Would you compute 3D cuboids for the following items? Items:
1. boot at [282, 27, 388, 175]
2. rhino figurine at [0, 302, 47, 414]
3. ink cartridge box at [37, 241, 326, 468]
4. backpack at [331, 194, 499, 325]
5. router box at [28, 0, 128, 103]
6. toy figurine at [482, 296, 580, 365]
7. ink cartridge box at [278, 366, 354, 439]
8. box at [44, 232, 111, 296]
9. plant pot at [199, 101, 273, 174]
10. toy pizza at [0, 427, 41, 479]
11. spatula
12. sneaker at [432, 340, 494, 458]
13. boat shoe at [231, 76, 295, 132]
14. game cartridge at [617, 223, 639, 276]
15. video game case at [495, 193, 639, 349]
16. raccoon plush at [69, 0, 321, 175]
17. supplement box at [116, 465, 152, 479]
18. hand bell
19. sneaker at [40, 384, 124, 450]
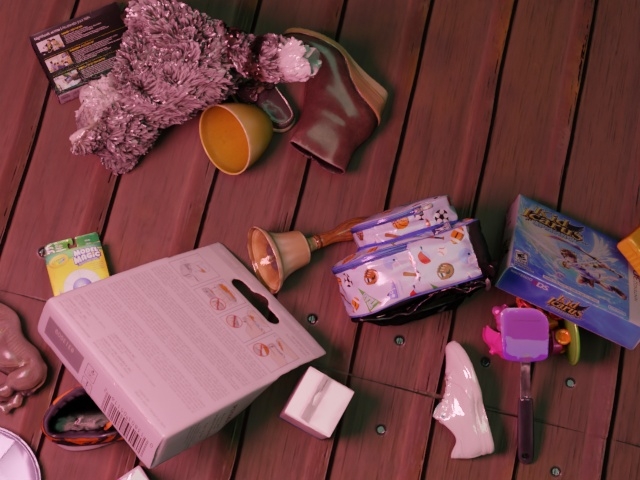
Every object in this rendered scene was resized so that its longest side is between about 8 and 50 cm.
[{"bbox_3d":[-0.005,-0.264,1.874,0.248,0.090,0.207,35,65,-6],"label":"boot"},{"bbox_3d":[-0.560,0.170,1.720,0.106,0.073,0.243,-32,82,-9],"label":"rhino figurine"},{"bbox_3d":[-0.224,0.171,1.673,0.308,0.091,0.385,44,38,22],"label":"ink cartridge box"},{"bbox_3d":[0.151,0.042,1.757,0.263,0.276,0.213,-25,83,-5],"label":"backpack"},{"bbox_3d":[-0.433,-0.351,1.868,0.179,0.046,0.133,-25,81,-13],"label":"router box"},{"bbox_3d":[0.377,0.154,1.840,0.159,0.130,0.173,-7,64,0],"label":"toy figurine"},{"bbox_3d":[-0.008,0.284,1.732,0.090,0.143,0.092,29,75,0],"label":"ink cartridge box"},{"bbox_3d":[-0.423,0.078,1.775,0.105,0.043,0.179,-16,78,-11],"label":"box"},{"bbox_3d":[-0.144,-0.200,1.842,0.095,0.134,0.134,-30,82,-40],"label":"plant pot"},{"bbox_3d":[-0.572,0.413,1.683,0.201,0.032,0.201,1,78,-7],"label":"toy pizza"},{"bbox_3d":[0.368,0.265,1.792,0.084,0.030,0.296,-1,106,10],"label":"spatula"},{"bbox_3d":[0.244,0.290,1.806,0.094,0.080,0.212,-14,81,1],"label":"sneaker"},{"bbox_3d":[-0.134,-0.296,1.882,0.080,0.073,0.223,-42,86,-15],"label":"boat shoe"},{"bbox_3d":[0.732,0.071,1.873,0.285,0.053,0.323,-32,84,-39],"label":"game cartridge"},{"bbox_3d":[0.461,0.051,1.822,0.269,0.061,0.244,25,35,-2],"label":"video game case"},{"bbox_3d":[-0.247,-0.240,1.699,0.216,0.446,0.299,30,80,-43],"label":"raccoon plush"},{"bbox_3d":[-0.286,0.496,1.663,0.111,0.114,0.220,-32,85,-12],"label":"supplement box"},{"bbox_3d":[0.000,0.000,1.836,0.242,0.126,0.126,-19,80,-25],"label":"hand bell"},{"bbox_3d":[-0.306,0.284,1.672,0.321,0.180,0.124,-16,80,-11],"label":"sneaker"}]
